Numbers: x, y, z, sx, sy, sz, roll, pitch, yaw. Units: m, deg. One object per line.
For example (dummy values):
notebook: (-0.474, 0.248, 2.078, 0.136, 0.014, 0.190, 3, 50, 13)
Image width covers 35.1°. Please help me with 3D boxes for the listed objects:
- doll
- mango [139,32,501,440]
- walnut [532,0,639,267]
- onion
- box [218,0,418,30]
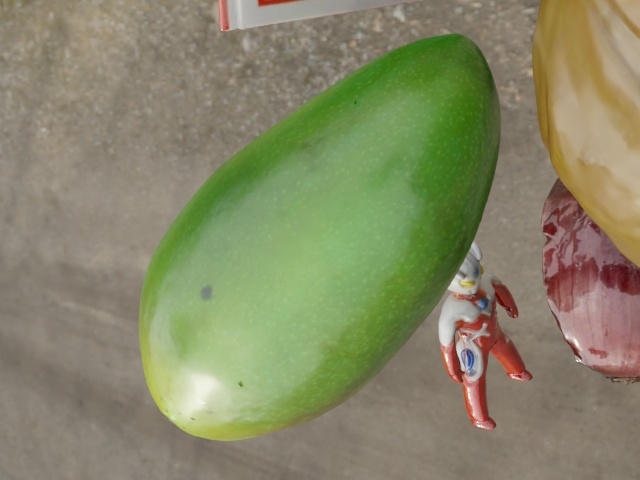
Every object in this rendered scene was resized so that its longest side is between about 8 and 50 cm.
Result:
doll: (0.264, 0.140, 1.716, 0.099, 0.188, 0.384, 11, 139, 44)
mango: (0.000, 0.000, 0.788, 0.201, 0.225, 0.382, 38, 113, -4)
walnut: (0.304, -0.093, 0.470, 0.397, 0.308, 0.354, 16, 151, 6)
onion: (0.315, -0.005, 0.995, 0.120, 0.227, 0.284, -27, 68, 44)
box: (0.024, -0.241, 0.790, 0.050, 0.229, 0.123, -125, 28, -53)
